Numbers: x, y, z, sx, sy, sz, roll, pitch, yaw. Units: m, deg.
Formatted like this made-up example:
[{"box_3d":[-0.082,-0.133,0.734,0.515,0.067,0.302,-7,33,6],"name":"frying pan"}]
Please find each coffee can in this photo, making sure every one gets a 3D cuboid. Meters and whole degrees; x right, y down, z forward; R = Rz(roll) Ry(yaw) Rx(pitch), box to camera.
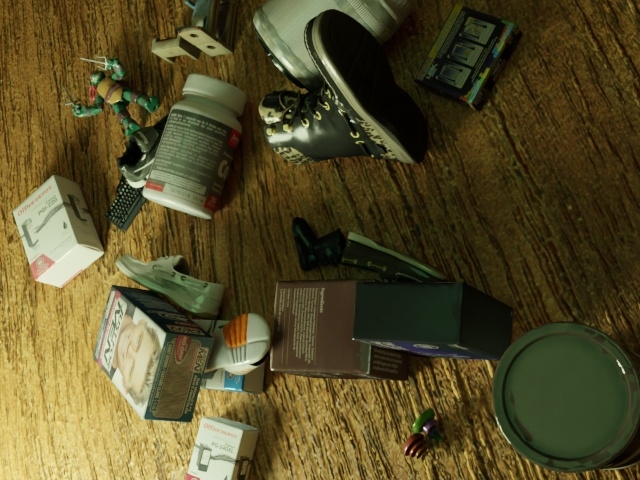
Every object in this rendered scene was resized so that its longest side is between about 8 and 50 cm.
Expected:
[{"box_3d":[0.394,0.238,1.229,0.201,0.275,0.201,-8,73,29],"name":"coffee can"}]

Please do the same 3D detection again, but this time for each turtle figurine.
[{"box_3d":[-0.503,-0.358,1.997,0.234,0.118,0.175,37,112,16],"name":"turtle figurine"}]

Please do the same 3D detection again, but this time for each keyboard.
[{"box_3d":[-0.448,-0.121,1.958,0.108,0.023,0.180,38,96,32],"name":"keyboard"}]

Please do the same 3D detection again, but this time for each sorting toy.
[{"box_3d":[0.185,0.343,1.450,0.042,0.061,0.102,39,121,31],"name":"sorting toy"}]

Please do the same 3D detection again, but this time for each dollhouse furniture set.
[{"box_3d":[-0.305,-0.503,1.912,0.183,0.129,0.129,-1,76,30],"name":"dollhouse furniture set"}]

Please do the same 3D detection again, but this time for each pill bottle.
[{"box_3d":[-0.264,-0.202,1.791,0.161,0.161,0.283,16,86,32],"name":"pill bottle"}]

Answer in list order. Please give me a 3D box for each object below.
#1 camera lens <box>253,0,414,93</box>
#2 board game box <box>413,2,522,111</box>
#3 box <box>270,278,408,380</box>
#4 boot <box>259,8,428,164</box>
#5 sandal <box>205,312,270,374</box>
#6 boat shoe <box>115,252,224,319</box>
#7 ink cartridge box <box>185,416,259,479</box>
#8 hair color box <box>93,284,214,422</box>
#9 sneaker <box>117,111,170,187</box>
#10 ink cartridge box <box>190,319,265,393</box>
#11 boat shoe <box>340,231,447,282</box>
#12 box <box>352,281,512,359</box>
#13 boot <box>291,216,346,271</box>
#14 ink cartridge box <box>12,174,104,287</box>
[{"box_3d":[0.020,-0.446,1.656,0.274,0.219,0.219,-40,61,16],"name":"camera lens"},{"box_3d":[0.280,-0.349,1.584,0.141,0.048,0.170,32,94,34],"name":"board game box"},{"box_3d":[0.039,0.165,1.515,0.203,0.168,0.167,-3,75,30],"name":"box"},{"box_3d":[0.005,-0.259,1.542,0.284,0.377,0.138,-1,64,35],"name":"boot"},{"box_3d":[-0.160,0.208,1.585,0.265,0.076,0.102,-21,52,46],"name":"sandal"},{"box_3d":[-0.318,0.077,1.792,0.277,0.098,0.096,24,89,23],"name":"boat shoe"},{"box_3d":[-0.196,0.433,1.642,0.109,0.063,0.150,9,82,31],"name":"ink cartridge box"},{"box_3d":[-0.346,0.218,1.671,0.347,0.105,0.174,22,98,57],"name":"hair color box"},{"box_3d":[-0.374,-0.227,1.881,0.078,0.106,0.234,40,88,25],"name":"sneaker"},{"box_3d":[-0.208,0.235,1.692,0.190,0.082,0.140,-2,77,29],"name":"ink cartridge box"},{"box_3d":[0.134,0.051,1.547,0.228,0.081,0.069,24,93,39],"name":"boat shoe"},{"box_3d":[0.193,0.137,1.379,0.184,0.261,0.103,-5,75,29],"name":"box"},{"box_3d":[0.000,0.000,1.655,0.099,0.045,0.121,-18,76,27],"name":"boot"},{"box_3d":[-0.633,-0.023,1.998,0.158,0.092,0.218,-37,60,17],"name":"ink cartridge box"}]
